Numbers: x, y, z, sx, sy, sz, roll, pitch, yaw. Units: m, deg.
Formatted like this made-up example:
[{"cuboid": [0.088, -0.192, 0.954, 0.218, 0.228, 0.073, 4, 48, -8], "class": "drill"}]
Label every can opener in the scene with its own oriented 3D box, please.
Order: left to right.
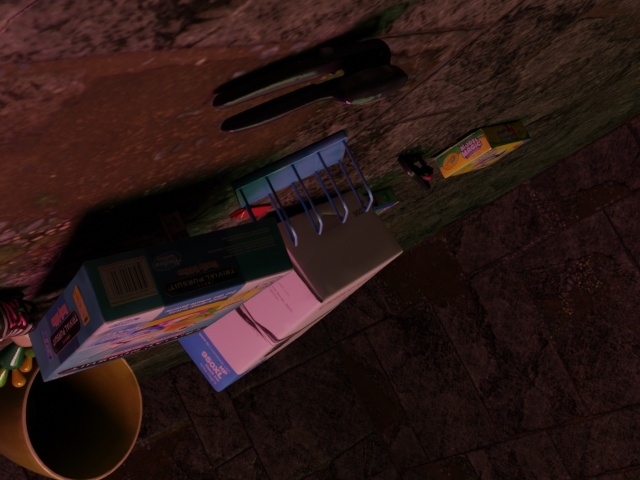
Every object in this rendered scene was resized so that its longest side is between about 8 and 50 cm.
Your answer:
[{"cuboid": [-0.013, -0.149, 0.733, 0.186, 0.059, 0.073, -16, -163, -11], "class": "can opener"}]

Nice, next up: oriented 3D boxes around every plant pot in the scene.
[{"cuboid": [-0.574, 0.361, 1.602, 0.294, 0.274, 0.275, -13, -178, 36], "class": "plant pot"}]

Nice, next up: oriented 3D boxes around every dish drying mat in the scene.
[{"cuboid": [-0.111, -0.046, 1.246, 0.032, 0.008, 0.083, -32, 171, 26], "class": "dish drying mat"}]

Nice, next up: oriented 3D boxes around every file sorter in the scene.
[{"cuboid": [-0.022, -0.060, 1.095, 0.170, 0.104, 0.118, -27, 173, -6], "class": "file sorter"}]

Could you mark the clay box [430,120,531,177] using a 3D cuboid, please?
[{"cuboid": [0.338, -0.191, 1.625, 0.127, 0.053, 0.222, -34, 170, 40], "class": "clay box"}]

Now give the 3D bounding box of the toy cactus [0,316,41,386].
[{"cuboid": [-0.429, 0.140, 1.180, 0.219, 0.112, 0.180, -24, 153, -3], "class": "toy cactus"}]

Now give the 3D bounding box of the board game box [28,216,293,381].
[{"cuboid": [-0.225, 0.087, 1.038, 0.254, 0.079, 0.336, -15, 168, -34], "class": "board game box"}]

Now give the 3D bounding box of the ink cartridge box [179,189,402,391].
[{"cuboid": [-0.068, 0.100, 1.531, 0.285, 0.166, 0.395, -29, 169, -47], "class": "ink cartridge box"}]

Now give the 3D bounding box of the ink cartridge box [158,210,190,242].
[{"cuboid": [-0.192, -0.004, 1.044, 0.029, 0.062, 0.115, -24, 172, -13], "class": "ink cartridge box"}]

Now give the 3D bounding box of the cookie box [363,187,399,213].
[{"cuboid": [0.103, -0.071, 1.681, 0.107, 0.040, 0.092, -20, 169, -46], "class": "cookie box"}]

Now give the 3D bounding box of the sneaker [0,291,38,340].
[{"cuboid": [-0.409, 0.097, 1.006, 0.075, 0.063, 0.170, -23, 177, -22], "class": "sneaker"}]

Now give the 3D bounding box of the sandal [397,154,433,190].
[{"cuboid": [0.190, -0.136, 1.470, 0.040, 0.067, 0.179, -40, 167, 11], "class": "sandal"}]
